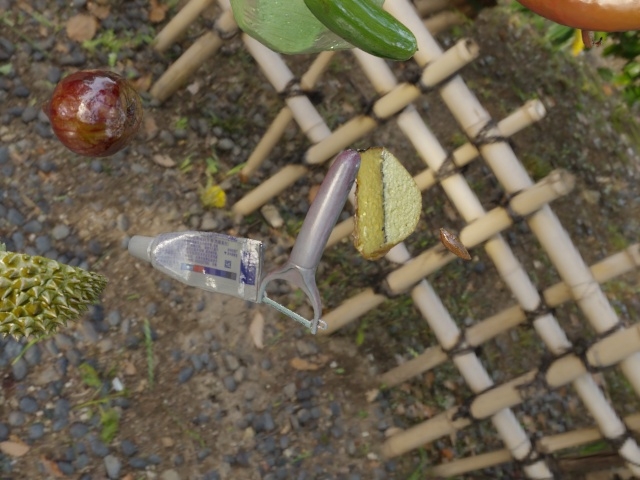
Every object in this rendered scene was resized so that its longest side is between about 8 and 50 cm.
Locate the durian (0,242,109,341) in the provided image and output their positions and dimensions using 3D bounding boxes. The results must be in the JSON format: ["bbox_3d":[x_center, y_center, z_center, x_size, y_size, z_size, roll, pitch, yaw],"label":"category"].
[{"bbox_3d":[-0.526,0.062,1.458,0.306,0.172,0.167,5,34,2],"label":"durian"}]

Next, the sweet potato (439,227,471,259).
[{"bbox_3d":[0.285,0.010,1.844,0.095,0.034,0.034,46,48,-6],"label":"sweet potato"}]

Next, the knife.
[{"bbox_3d":[-0.001,0.000,1.266,0.123,0.278,0.053,26,17,13],"label":"knife"}]

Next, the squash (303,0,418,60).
[{"bbox_3d":[0.061,-0.371,1.449,0.292,0.082,0.082,22,56,-46],"label":"squash"}]

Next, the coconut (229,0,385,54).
[{"bbox_3d":[-0.010,-0.500,1.597,0.328,0.281,0.329,-8,115,-18],"label":"coconut"}]

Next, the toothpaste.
[{"bbox_3d":[-0.227,0.031,1.564,0.068,0.282,0.099,-55,147,-44],"label":"toothpaste"}]

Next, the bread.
[{"bbox_3d":[0.155,-0.085,1.961,0.133,0.129,0.261,1,82,-33],"label":"bread"}]

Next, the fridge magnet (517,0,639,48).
[{"bbox_3d":[0.392,-0.408,1.090,0.155,0.363,0.364,52,35,-58],"label":"fridge magnet"}]

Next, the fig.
[{"bbox_3d":[-0.443,-0.236,1.590,0.207,0.175,0.175,4,59,8],"label":"fig"}]
